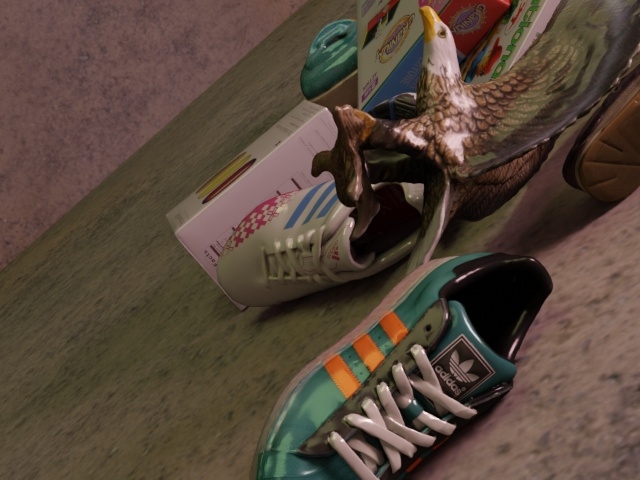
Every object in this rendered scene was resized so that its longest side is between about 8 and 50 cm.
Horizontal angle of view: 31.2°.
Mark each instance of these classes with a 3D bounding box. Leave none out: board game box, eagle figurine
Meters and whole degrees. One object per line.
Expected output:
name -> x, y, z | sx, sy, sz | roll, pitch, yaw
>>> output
board game box -> 0.226, -0.238, 1.314 | 0.305, 0.053, 0.193 | -62, 17, 3
eagle figurine -> 0.150, -0.114, 1.042 | 0.298, 0.225, 0.226 | -13, 31, -10
board game box -> 0.131, -0.329, 1.454 | 0.242, 0.064, 0.317 | -48, 30, 43

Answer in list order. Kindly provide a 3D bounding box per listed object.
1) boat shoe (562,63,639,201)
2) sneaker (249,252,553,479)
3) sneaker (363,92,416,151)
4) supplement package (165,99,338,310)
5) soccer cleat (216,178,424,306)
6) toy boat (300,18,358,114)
boat shoe -> 0.298, -0.127, 1.018 | 0.223, 0.080, 0.073 | -46, 22, -7
sneaker -> 0.065, 0.106, 0.853 | 0.302, 0.108, 0.121 | -48, 15, -32
sneaker -> 0.091, -0.113, 1.326 | 0.081, 0.080, 0.211 | -37, -11, -25
supplement package -> -0.061, -0.049, 1.473 | 0.244, 0.134, 0.139 | -40, 16, -3
soccer cleat -> 0.000, 0.000, 1.250 | 0.331, 0.116, 0.143 | -29, 19, 29
toy boat -> 0.088, -0.348, 1.909 | 0.318, 0.148, 0.267 | -35, 17, 13
